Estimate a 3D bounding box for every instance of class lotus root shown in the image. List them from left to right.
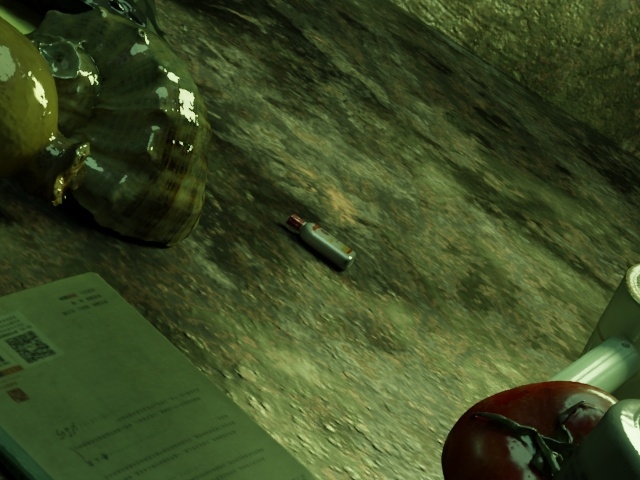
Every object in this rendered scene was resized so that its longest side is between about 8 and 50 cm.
[{"bbox_3d":[-0.325,-0.145,1.529,0.303,0.131,0.146,33,39,-1],"label":"lotus root"}]

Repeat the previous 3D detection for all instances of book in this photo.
[{"bbox_3d":[-0.139,0.131,1.259,0.282,0.025,0.215,43,32,23],"label":"book"}]

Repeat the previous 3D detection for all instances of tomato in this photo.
[{"bbox_3d":[0.191,0.211,1.538,0.187,0.151,0.187,3,54,-5],"label":"tomato"}]

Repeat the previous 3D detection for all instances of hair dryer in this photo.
[{"bbox_3d":[0.274,0.156,1.897,0.107,0.173,0.357,37,35,23],"label":"hair dryer"}]

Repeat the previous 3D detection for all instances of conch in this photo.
[{"bbox_3d":[-0.182,-0.120,1.698,0.291,0.159,0.210,18,22,-48],"label":"conch"}]

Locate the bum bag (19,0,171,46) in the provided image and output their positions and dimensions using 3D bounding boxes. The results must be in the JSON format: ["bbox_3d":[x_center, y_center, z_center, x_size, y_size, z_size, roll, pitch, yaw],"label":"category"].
[{"bbox_3d":[-0.300,-0.297,1.928,0.340,0.095,0.144,31,35,-14],"label":"bum bag"}]

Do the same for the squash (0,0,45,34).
[{"bbox_3d":[-0.368,-0.267,1.950,0.252,0.049,0.252,33,18,-12],"label":"squash"}]

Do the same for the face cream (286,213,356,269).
[{"bbox_3d":[0.000,0.000,1.951,0.083,0.021,0.040,35,16,4],"label":"face cream"}]

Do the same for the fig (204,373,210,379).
[{"bbox_3d":[-0.105,0.133,1.363,0.050,0.050,0.083,27,40,-24],"label":"fig"}]

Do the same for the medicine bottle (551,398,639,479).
[{"bbox_3d":[0.238,0.271,1.303,0.238,0.232,0.238,31,16,-10],"label":"medicine bottle"}]
